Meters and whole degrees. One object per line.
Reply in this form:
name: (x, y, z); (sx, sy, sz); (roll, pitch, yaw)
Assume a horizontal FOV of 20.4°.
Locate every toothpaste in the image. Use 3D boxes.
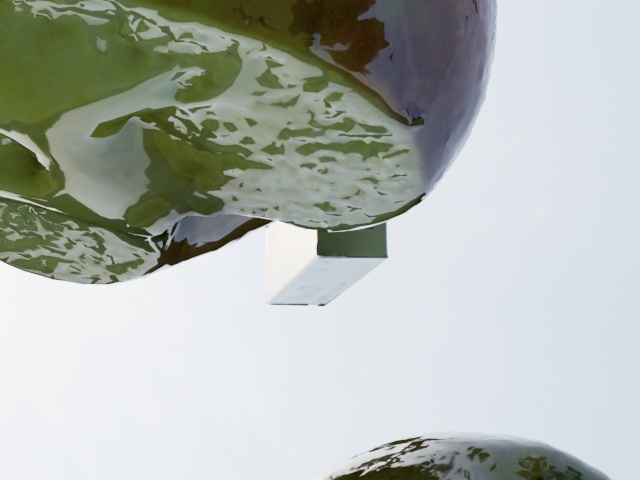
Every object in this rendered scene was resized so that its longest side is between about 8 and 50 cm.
toothpaste: (0.000, 0.000, 1.604); (0.336, 0.067, 0.081); (134, -43, -78)

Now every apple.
apple: (-0.040, -0.070, 0.520); (0.195, 0.173, 0.160); (-12, -141, 36)

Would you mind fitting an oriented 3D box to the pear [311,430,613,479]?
pear: (0.052, 0.231, 0.931); (0.253, 0.253, 0.307); (52, -47, 33)
